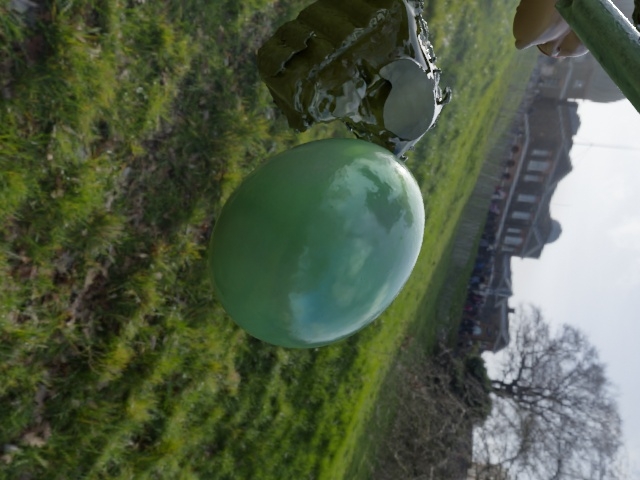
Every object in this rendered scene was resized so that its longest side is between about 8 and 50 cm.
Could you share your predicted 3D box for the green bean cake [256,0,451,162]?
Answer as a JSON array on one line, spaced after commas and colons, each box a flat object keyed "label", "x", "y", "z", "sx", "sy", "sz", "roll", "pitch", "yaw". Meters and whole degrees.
[{"label": "green bean cake", "x": 0.074, "y": -0.253, "z": 0.934, "sx": 0.285, "sy": 0.202, "sz": 0.310, "roll": -42, "pitch": 136, "yaw": -4}]

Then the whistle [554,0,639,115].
[{"label": "whistle", "x": 0.413, "y": -0.249, "z": 0.740, "sx": 0.062, "sy": 0.062, "sz": 0.312, "roll": 84, "pitch": -8, "yaw": -57}]

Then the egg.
[{"label": "egg", "x": 0.000, "y": 0.000, "z": 0.633, "sx": 0.269, "sy": 0.220, "sz": 0.220, "roll": -35, "pitch": 152, "yaw": -16}]

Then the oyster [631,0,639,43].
[{"label": "oyster", "x": 0.374, "y": -0.183, "z": 0.463, "sx": 0.351, "sy": 0.162, "sz": 0.158, "roll": 54, "pitch": 35, "yaw": -8}]

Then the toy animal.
[{"label": "toy animal", "x": 0.537, "y": -0.494, "z": 1.232, "sx": 0.197, "sy": 0.171, "sz": 0.172, "roll": -3, "pitch": 105, "yaw": -36}]
